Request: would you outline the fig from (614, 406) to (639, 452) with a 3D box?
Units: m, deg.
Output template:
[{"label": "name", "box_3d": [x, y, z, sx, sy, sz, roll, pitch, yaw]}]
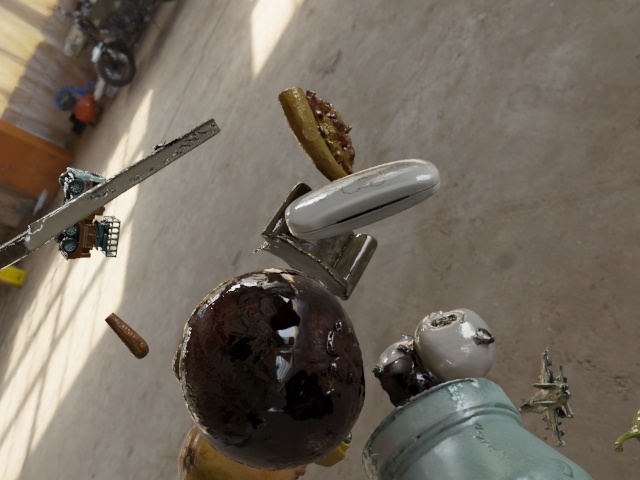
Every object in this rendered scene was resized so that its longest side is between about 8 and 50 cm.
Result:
[{"label": "fig", "box_3d": [0.469, 0.256, 0.935, 0.093, 0.166, 0.093, -28, 51, 43]}]

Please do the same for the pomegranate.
[{"label": "pomegranate", "box_3d": [-0.158, 0.477, 1.425, 0.252, 0.271, 0.228, -52, 39, 36]}]

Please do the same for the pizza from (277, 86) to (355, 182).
[{"label": "pizza", "box_3d": [0.015, -0.250, 1.520, 0.082, 0.289, 0.228, -25, 28, 22]}]

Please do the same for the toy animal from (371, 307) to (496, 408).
[{"label": "toy animal", "box_3d": [0.234, 0.234, 1.331, 0.235, 0.165, 0.187, -45, -7, 14]}]

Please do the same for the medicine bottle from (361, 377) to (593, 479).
[{"label": "medicine bottle", "box_3d": [0.187, 0.315, 0.705, 0.245, 0.245, 0.290, -52, 41, 22]}]

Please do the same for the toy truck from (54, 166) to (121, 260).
[{"label": "toy truck", "box_3d": [-0.463, -0.053, 1.346, 0.080, 0.115, 0.177, 27, 111, 53]}]

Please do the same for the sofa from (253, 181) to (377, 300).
[{"label": "sofa", "box_3d": [0.000, 0.000, 1.608, 0.200, 0.258, 0.182, -58, 13, -30]}]

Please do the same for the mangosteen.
[{"label": "mangosteen", "box_3d": [-0.082, 0.190, 0.990, 0.294, 0.297, 0.297, -11, 48, 9]}]

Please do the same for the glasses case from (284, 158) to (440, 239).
[{"label": "glasses case", "box_3d": [0.051, -0.051, 0.812, 0.194, 0.049, 0.074, -21, 31, -6]}]

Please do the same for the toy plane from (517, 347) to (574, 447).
[{"label": "toy plane", "box_3d": [0.461, 0.330, 1.379, 0.262, 0.088, 0.192, 77, -170, -67]}]

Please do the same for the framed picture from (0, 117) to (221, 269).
[{"label": "framed picture", "box_3d": [-0.231, -0.010, 0.558, 0.281, 0.019, 0.209, -20, 18, 41]}]

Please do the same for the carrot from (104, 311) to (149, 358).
[{"label": "carrot", "box_3d": [-0.322, 0.159, 1.122, 0.032, 0.093, 0.032, -36, 12, 9]}]

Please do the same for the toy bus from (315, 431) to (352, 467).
[{"label": "toy bus", "box_3d": [-0.067, 0.431, 1.608, 0.121, 0.335, 0.123, -38, 19, 18]}]
